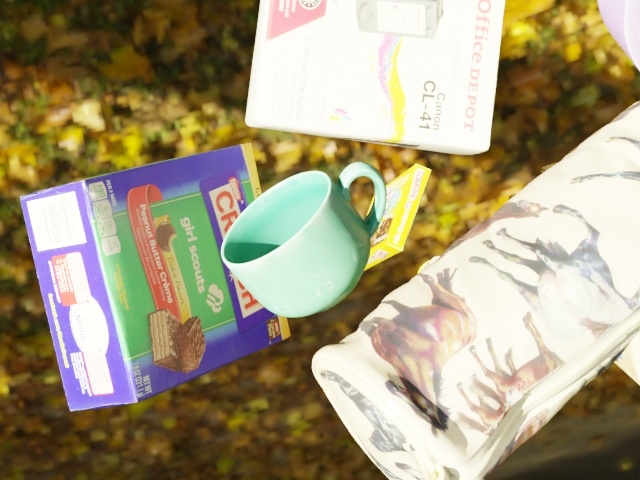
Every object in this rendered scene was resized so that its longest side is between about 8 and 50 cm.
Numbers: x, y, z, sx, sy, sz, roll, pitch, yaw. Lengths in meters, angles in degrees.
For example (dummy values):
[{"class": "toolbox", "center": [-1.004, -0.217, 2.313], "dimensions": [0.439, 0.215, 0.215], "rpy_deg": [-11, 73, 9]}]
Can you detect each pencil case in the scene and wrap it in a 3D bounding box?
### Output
[{"class": "pencil case", "center": [0.183, 0.049, 1.110], "dimensions": [0.410, 0.183, 0.160], "rpy_deg": [-37, 124, -21]}]

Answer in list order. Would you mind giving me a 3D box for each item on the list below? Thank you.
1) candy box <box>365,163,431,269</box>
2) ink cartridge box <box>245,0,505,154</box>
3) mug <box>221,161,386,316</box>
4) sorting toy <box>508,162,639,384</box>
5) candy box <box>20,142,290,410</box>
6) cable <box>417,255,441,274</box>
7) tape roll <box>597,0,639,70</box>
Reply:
[{"class": "candy box", "center": [0.084, -0.026, 1.729], "dimensions": [0.027, 0.105, 0.206], "rpy_deg": [24, 168, -7]}, {"class": "ink cartridge box", "center": [0.070, -0.239, 1.821], "dimensions": [0.306, 0.226, 0.131], "rpy_deg": [6, -178, -9]}, {"class": "mug", "center": [-0.005, 0.007, 1.352], "dimensions": [0.158, 0.129, 0.097], "rpy_deg": [-21, 121, 33]}, {"class": "sorting toy", "center": [0.325, 0.046, 1.803], "dimensions": [0.089, 0.255, 0.257], "rpy_deg": [-18, -170, -1]}, {"class": "candy box", "center": [-0.192, 0.038, 1.739], "dimensions": [0.122, 0.268, 0.317], "rpy_deg": [-9, -174, 35]}, {"class": "cable", "center": [0.108, 0.099, 1.327], "dimensions": [0.072, 0.139, 0.287], "rpy_deg": [-13, 173, 0]}, {"class": "tape roll", "center": [0.345, -0.223, 1.234], "dimensions": [0.189, 0.080, 0.189], "rpy_deg": [-5, 124, -7]}]
